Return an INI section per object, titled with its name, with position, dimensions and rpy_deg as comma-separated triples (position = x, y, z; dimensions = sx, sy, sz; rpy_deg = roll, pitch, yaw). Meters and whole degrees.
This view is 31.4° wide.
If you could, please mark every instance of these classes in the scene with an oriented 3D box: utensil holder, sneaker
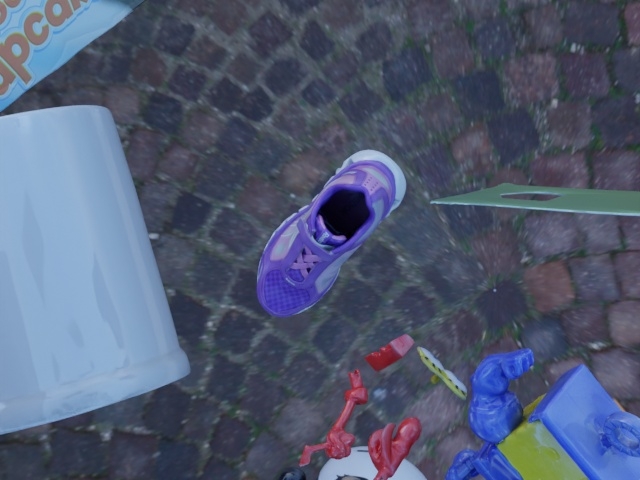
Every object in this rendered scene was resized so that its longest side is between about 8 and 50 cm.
[utensil holder]
position = -0.382, 0.040, 1.549
dimensions = 0.328, 0.327, 0.385
rpy_deg = -14, 90, 8
[sneaker]
position = 0.000, 0.000, 1.315
dimensions = 0.095, 0.104, 0.236
rpy_deg = 39, 110, -2

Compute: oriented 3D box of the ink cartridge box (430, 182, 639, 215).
[ink cartridge box]
position = 0.190, -0.037, 0.552
dimensions = 0.235, 0.171, 0.056
rpy_deg = 8, 98, 20

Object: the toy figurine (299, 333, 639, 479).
[toy figurine]
position = 0.189, 0.212, 0.896
dimensions = 0.362, 0.191, 0.217
rpy_deg = 51, 139, 0

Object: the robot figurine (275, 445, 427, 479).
[robot figurine]
position = 0.034, 0.394, 1.435
dimensions = 0.209, 0.173, 0.278
rpy_deg = 18, 109, -34

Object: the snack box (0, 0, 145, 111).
[snack box]
position = -0.133, -0.159, 0.509
dimensions = 0.322, 0.060, 0.187
rpy_deg = -42, 49, -20
